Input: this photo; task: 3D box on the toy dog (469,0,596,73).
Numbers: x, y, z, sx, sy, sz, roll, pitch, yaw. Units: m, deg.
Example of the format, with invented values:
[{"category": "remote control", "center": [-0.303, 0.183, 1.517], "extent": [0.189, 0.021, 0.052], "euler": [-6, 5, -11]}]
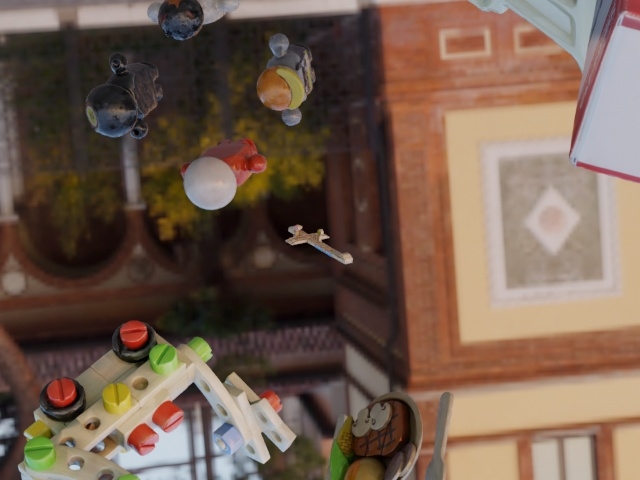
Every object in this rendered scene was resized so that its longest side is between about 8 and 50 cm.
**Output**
[{"category": "toy dog", "center": [0.348, -0.400, 1.278], "extent": [0.408, 0.395, 0.284], "euler": [-36, -133, -16]}]

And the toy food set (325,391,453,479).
[{"category": "toy food set", "center": [0.060, 0.224, 1.423], "extent": [0.038, 0.132, 0.192], "euler": [30, 147, -32]}]

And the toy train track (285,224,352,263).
[{"category": "toy train track", "center": [0.000, 0.000, 1.241], "extent": [0.048, 0.014, 0.083], "euler": [-11, -150, -40]}]

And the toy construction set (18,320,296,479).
[{"category": "toy construction set", "center": [-0.178, 0.209, 1.365], "extent": [0.215, 0.151, 0.328], "euler": [34, -138, 26]}]

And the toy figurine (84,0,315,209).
[{"category": "toy figurine", "center": [-0.127, -0.165, 1.438], "extent": [0.209, 0.213, 0.148], "euler": [-49, -176, 24]}]

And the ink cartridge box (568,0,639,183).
[{"category": "ink cartridge box", "center": [0.285, -0.139, 0.870], "extent": [0.197, 0.114, 0.273], "euler": [15, -143, 6]}]
